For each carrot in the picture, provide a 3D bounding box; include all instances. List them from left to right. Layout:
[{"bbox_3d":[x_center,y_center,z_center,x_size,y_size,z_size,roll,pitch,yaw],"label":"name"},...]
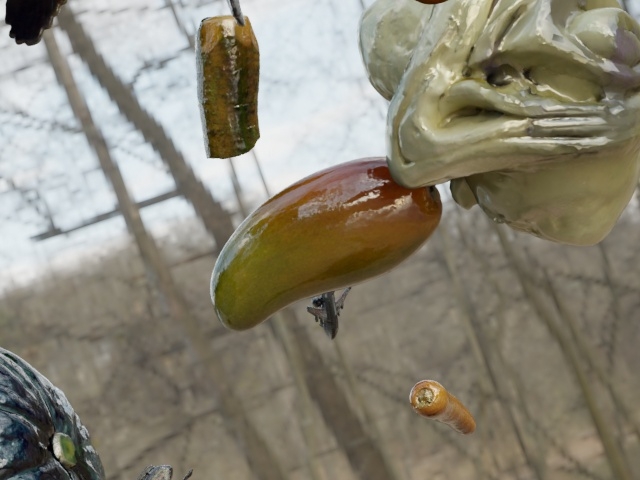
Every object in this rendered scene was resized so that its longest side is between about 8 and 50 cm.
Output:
[{"bbox_3d":[-0.111,-0.186,1.972,0.082,0.173,0.082,-4,14,1],"label":"carrot"},{"bbox_3d":[0.129,0.171,1.641,0.037,0.037,0.190,-21,-20,14],"label":"carrot"}]

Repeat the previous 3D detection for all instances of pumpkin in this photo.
[{"bbox_3d":[-0.376,0.284,1.735,0.266,0.363,0.363,-25,-8,6],"label":"pumpkin"}]

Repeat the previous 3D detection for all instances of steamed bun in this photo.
[{"bbox_3d":[0.228,-0.177,1.771,0.339,0.352,0.247,9,-17,-29],"label":"steamed bun"}]

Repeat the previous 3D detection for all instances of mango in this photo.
[{"bbox_3d":[0.000,-0.004,1.862,0.289,0.129,0.146,-23,-42,-5],"label":"mango"}]

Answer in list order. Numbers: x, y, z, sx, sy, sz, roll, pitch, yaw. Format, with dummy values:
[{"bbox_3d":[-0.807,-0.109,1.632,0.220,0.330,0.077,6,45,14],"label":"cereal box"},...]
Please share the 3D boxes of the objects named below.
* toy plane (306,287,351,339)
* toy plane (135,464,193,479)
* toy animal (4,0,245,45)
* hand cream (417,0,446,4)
[{"bbox_3d":[0.010,0.084,2.025,0.031,0.083,0.079,23,35,39],"label":"toy plane"},{"bbox_3d":[-0.201,0.303,1.897,0.120,0.049,0.031,-51,-10,-6],"label":"toy plane"},{"bbox_3d":[-0.227,-0.358,1.673,0.284,0.302,0.225,-4,-10,8],"label":"toy animal"},{"bbox_3d":[0.028,-0.288,1.476,0.140,0.089,0.314,7,-1,30],"label":"hand cream"}]
